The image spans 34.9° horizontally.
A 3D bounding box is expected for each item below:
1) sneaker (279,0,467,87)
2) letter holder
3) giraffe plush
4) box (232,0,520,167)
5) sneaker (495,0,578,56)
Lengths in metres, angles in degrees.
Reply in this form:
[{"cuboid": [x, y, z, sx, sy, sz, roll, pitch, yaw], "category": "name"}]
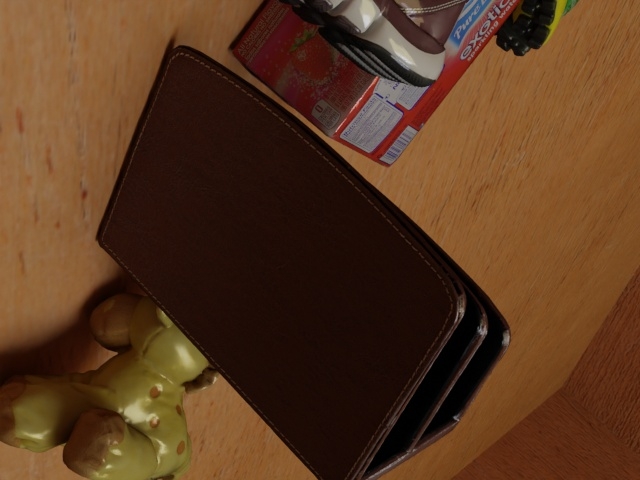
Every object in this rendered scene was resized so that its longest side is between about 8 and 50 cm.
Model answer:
[{"cuboid": [0.010, -0.232, 0.643, 0.281, 0.106, 0.163, 34, 88, -40], "category": "sneaker"}, {"cuboid": [0.000, 0.000, 0.783, 0.152, 0.302, 0.214, -18, 143, -48], "category": "letter holder"}, {"cuboid": [-0.160, 0.117, 0.891, 0.181, 0.210, 0.171, 163, -51, -77], "category": "giraffe plush"}, {"cuboid": [0.069, -0.201, 0.809, 0.257, 0.122, 0.128, -52, 156, 11], "category": "box"}, {"cuboid": [0.219, -0.324, 0.896, 0.146, 0.134, 0.343, -45, 166, -22], "category": "sneaker"}]
